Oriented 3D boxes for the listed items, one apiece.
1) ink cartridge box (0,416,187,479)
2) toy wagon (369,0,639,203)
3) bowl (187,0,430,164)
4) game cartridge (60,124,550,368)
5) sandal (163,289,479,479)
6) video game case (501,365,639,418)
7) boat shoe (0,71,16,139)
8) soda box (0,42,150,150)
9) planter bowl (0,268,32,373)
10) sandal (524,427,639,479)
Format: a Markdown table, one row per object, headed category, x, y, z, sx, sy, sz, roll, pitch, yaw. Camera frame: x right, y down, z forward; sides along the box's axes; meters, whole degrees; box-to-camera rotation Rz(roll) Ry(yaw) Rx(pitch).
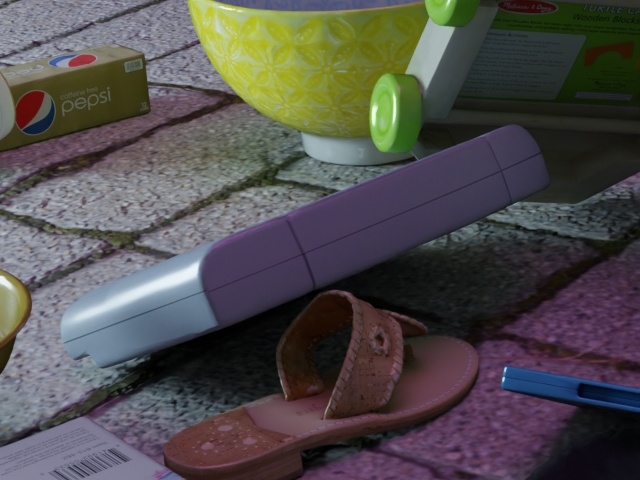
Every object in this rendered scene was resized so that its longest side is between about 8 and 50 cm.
| category | x | y | z | sx | sy | sz | roll | pitch | yaw |
| --- | --- | --- | --- | --- | --- | --- | --- | --- | --- |
| ink cartridge box | -0.116 | 0.160 | 0.865 | 0.127 | 0.072 | 0.175 | -18 | 25 | -33 |
| toy wagon | 0.193 | -0.155 | 1.265 | 0.267 | 0.344 | 0.068 | 2 | 47 | -21 |
| bowl | 0.036 | -0.153 | 1.531 | 0.289 | 0.156 | 0.289 | -3 | 21 | 1 |
| game cartridge | 0.000 | 0.000 | 1.182 | 0.297 | 0.062 | 0.198 | -22 | -3 | -40 |
| sandal | 0.008 | 0.070 | 1.066 | 0.088 | 0.079 | 0.240 | 17 | 29 | 43 |
| video game case | 0.195 | 0.092 | 0.987 | 0.166 | 0.015 | 0.119 | 9 | -4 | 30 |
| boat shoe | -0.386 | -0.101 | 1.574 | 0.277 | 0.098 | 0.096 | -3 | 20 | 31 |
| soda box | -0.247 | -0.128 | 1.658 | 0.181 | 0.058 | 0.061 | -17 | 25 | -32 |
| planter bowl | -0.269 | 0.088 | 1.056 | 0.217 | 0.090 | 0.217 | -4 | 20 | 1 |
| sandal | 0.077 | 0.161 | 0.776 | 0.167 | 0.107 | 0.446 | 8 | 23 | 27 |
